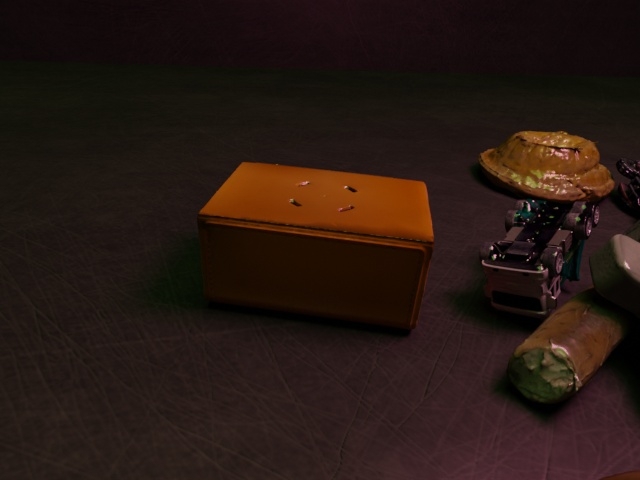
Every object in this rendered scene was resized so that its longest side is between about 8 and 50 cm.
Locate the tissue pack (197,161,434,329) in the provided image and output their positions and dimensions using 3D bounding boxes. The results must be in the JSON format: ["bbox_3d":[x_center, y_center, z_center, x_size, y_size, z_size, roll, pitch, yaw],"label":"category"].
[{"bbox_3d":[0.000,0.000,0.650,0.274,0.146,0.194,8,31,6],"label":"tissue pack"}]

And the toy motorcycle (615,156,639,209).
[{"bbox_3d":[0.677,-0.089,0.962,0.122,0.082,0.213,14,44,-4],"label":"toy motorcycle"}]

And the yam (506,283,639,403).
[{"bbox_3d":[0.360,0.093,0.602,0.371,0.083,0.083,-19,37,-37],"label":"yam"}]

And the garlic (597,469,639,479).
[{"bbox_3d":[0.171,0.231,0.255,0.213,0.191,0.160,-1,52,-33],"label":"garlic"}]

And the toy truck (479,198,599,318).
[{"bbox_3d":[0.312,0.024,0.671,0.110,0.116,0.216,6,32,42],"label":"toy truck"}]

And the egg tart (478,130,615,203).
[{"bbox_3d":[0.505,-0.179,1.067,0.289,0.116,0.290,4,28,-2],"label":"egg tart"}]

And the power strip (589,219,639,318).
[{"bbox_3d":[0.409,0.065,0.553,0.193,0.059,0.265,27,46,-5],"label":"power strip"}]
